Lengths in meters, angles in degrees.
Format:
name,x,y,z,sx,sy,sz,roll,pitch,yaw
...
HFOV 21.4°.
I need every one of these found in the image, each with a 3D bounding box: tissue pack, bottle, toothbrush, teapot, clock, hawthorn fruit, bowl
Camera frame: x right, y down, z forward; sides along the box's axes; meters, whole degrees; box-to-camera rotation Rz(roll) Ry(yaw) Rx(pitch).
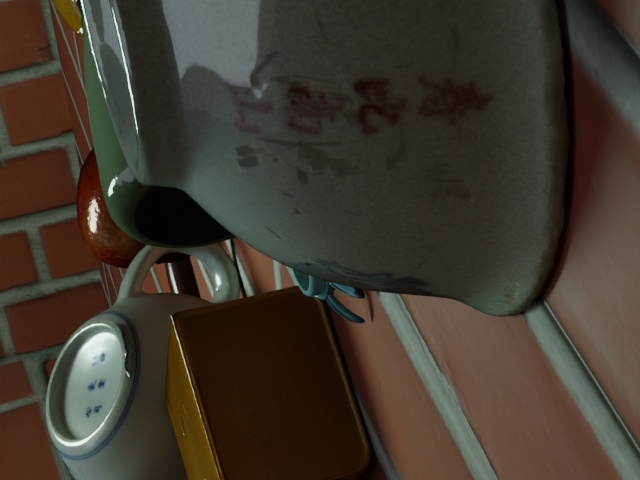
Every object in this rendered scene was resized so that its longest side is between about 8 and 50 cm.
name,x,y,z,sx,sy,sz,roll,pitch,yaw
tissue pack,-0.055,0.183,1.612,0.274,0.145,0.194,106,150,-69
bottle,-0.140,-0.171,1.555,0.168,0.168,0.347,94,163,-57
toothbrush,-0.195,0.069,2.410,0.041,0.041,0.364,130,126,-76
teapot,-0.154,0.189,1.900,0.252,0.280,0.424,-22,58,42
clock,-0.001,0.000,1.377,0.108,0.045,0.147,94,158,-59
hawthorn fruit,-0.223,-0.061,2.089,0.169,0.169,0.188,-143,45,-72
bowl,-0.033,-0.141,0.981,0.435,0.196,0.434,166,90,-79

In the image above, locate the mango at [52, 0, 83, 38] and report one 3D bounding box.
name,x,y,z,sx,sy,sz,roll,pitch,yaw
mango,-0.207,-0.284,1.786,0.236,0.136,0.166,27,108,54
